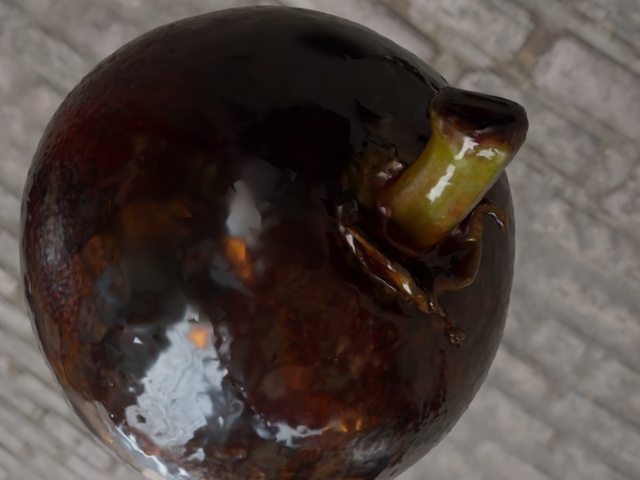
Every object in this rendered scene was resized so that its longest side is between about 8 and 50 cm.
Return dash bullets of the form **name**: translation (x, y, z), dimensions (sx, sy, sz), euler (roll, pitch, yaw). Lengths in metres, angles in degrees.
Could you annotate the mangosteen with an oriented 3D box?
- **mangosteen**: translation (0.000, 0.000, 0.748), dimensions (0.235, 0.235, 0.261), euler (46, 145, -17)
